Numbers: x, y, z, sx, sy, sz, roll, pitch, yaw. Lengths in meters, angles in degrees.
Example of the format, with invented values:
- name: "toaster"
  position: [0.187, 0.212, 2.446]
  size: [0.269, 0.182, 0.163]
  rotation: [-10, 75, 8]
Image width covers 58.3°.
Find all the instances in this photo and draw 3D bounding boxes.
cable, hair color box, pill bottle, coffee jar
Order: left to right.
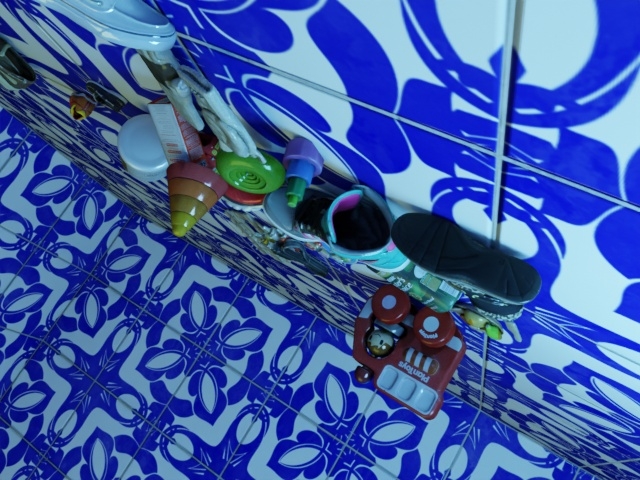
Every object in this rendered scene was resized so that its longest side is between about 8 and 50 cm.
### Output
- name: "pill bottle"
  position: [-0.413, -0.210, 1.374]
  size: [0.131, 0.131, 0.229]
  rotation: [35, 168, -12]
- name: "hair color box"
  position: [-0.270, -0.199, 1.091]
  size: [0.071, 0.043, 0.141]
  rotation: [10, 125, 35]
- name: "cable"
  position: [-0.054, 0.031, 1.691]
  size: [0.139, 0.072, 0.287]
  rotation: [-6, 156, 44]
- name: "coffee jar"
  position: [0.176, 0.060, 1.095]
  size: [0.184, 0.079, 0.096]
  rotation: [33, 167, 0]

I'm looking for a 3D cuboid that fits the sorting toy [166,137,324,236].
- name: "sorting toy"
  position: [-0.153, -0.077, 1.000]
  size: [0.365, 0.126, 0.127]
  rotation: [-7, 148, 38]

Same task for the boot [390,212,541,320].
- name: "boot"
  position: [0.227, 0.051, 0.922]
  size: [0.236, 0.085, 0.179]
  rotation: [27, 169, 22]

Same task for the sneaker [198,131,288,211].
- name: "sneaker"
  position: [-0.191, -0.150, 1.147]
  size: [0.278, 0.107, 0.118]
  rotation: [23, 152, 20]

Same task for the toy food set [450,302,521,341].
- name: "toy food set"
  position: [0.339, 0.179, 1.258]
  size: [0.192, 0.039, 0.132]
  rotation: [23, 165, 37]

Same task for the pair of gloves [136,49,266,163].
- name: "pair of gloves"
  position: [-0.190, -0.222, 0.882]
  size: [0.240, 0.042, 0.204]
  rotation: [39, 168, 31]

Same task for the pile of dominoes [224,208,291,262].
- name: "pile of dominoes"
  position: [-0.199, -0.026, 1.859]
  size: [0.195, 0.040, 0.251]
  rotation: [17, 153, 52]

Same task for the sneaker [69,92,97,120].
- name: "sneaker"
  position: [-0.655, -0.358, 1.549]
  size: [0.064, 0.068, 0.175]
  rotation: [37, 169, -28]

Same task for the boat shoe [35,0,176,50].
- name: "boat shoe"
  position: [-0.294, -0.323, 0.746]
  size: [0.226, 0.083, 0.076]
  rotation: [18, 132, -17]

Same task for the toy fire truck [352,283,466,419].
- name: "toy fire truck"
  position: [0.207, 0.274, 1.453]
  size: [0.302, 0.254, 0.169]
  rotation: [24, 166, 32]

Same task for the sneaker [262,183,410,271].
- name: "sneaker"
  position: [0.016, -0.039, 0.988]
  size: [0.295, 0.124, 0.178]
  rotation: [21, 170, 15]

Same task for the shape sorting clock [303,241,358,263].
- name: "shape sorting clock"
  position: [0.000, 0.000, 1.393]
  size: [0.206, 0.040, 0.206]
  rotation: [30, 168, 7]

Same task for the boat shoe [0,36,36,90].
- name: "boat shoe"
  position: [-0.826, -0.490, 1.452]
  size: [0.095, 0.095, 0.257]
  rotation: [0, 154, 22]

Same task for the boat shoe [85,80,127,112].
- name: "boat shoe"
  position: [-0.504, -0.333, 1.334]
  size: [0.125, 0.038, 0.046]
  rotation: [28, 167, 18]
